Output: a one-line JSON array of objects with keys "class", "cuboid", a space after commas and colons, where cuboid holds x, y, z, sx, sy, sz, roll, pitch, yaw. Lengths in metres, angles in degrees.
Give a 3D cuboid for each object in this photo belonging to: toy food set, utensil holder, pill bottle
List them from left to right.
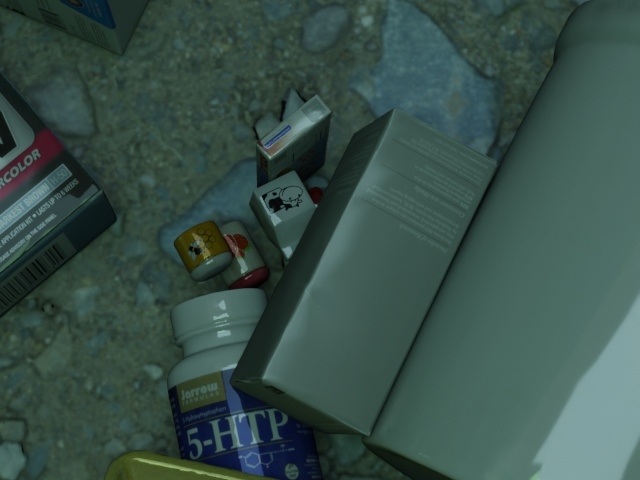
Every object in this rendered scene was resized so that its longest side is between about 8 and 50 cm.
[{"class": "pill bottle", "cuboid": [-0.067, 0.140, 1.374, 0.112, 0.112, 0.187, -12, 77, -3]}, {"class": "toy food set", "cuboid": [0.000, 0.000, 1.404, 0.232, 0.111, 0.104, -27, 79, -16]}, {"class": "utensil holder", "cuboid": [0.250, 0.059, 1.292, 0.327, 0.327, 0.385, 29, 81, 6]}]

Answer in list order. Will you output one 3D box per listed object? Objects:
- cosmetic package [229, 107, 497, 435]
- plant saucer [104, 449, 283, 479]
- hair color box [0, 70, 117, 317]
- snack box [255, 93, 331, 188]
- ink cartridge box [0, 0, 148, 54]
[{"class": "cosmetic package", "cuboid": [0.031, 0.028, 1.290, 0.107, 0.127, 0.238, 26, 80, -11]}, {"class": "plant saucer", "cuboid": [-0.022, 0.332, 1.199, 0.333, 0.081, 0.333, 13, 43, -4]}, {"class": "hair color box", "cuboid": [-0.367, -0.108, 1.429, 0.185, 0.113, 0.374, -41, 80, -8]}, {"class": "snack box", "cuboid": [-0.023, -0.071, 1.388, 0.064, 0.178, 0.022, -40, 82, -9]}, {"class": "ink cartridge box", "cuboid": [-0.255, -0.255, 1.445, 0.203, 0.148, 0.086, 23, 79, 4]}]
